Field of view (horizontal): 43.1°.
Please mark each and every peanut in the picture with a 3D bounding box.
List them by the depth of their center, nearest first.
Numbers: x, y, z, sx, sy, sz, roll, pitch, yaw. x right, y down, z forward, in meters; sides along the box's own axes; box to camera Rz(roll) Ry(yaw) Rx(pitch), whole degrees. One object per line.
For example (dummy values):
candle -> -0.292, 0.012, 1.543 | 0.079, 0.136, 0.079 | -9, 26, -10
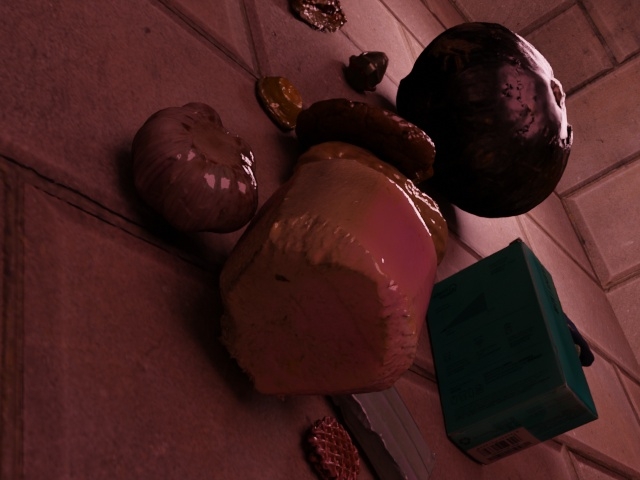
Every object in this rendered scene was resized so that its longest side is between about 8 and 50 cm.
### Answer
peanut -> 0.081, -0.047, 1.224 | 0.305, 0.147, 0.147 | 38, 31, -42

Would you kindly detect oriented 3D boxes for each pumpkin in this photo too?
pumpkin -> 0.377, -0.269, 1.818 | 0.454, 0.343, 0.455 | 38, 36, -35

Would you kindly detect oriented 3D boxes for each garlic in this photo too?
garlic -> -0.134, -0.070, 0.865 | 0.147, 0.102, 0.159 | -6, 55, -50

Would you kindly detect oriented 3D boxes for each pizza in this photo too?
pizza -> -0.010, -0.495, 1.653 | 0.154, 0.069, 0.194 | 56, 22, -9

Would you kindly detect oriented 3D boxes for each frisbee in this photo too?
frisbee -> 0.450, 0.145, 1.666 | 0.289, 0.049, 0.289 | 43, -6, 5

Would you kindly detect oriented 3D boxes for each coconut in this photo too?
coconut -> 0.008, 0.039, 0.865 | 0.233, 0.233, 0.245 | 54, 24, -12

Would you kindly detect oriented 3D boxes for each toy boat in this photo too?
toy boat -> 0.100, -0.359, 1.711 | 0.089, 0.071, 0.185 | 55, 23, -9

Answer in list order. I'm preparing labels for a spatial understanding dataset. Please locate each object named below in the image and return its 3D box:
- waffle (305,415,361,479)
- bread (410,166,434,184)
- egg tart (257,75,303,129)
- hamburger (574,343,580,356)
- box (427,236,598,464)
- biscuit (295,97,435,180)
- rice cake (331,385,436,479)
waffle -> 0.013, 0.232, 0.889 | 0.083, 0.029, 0.075 | 55, 23, -4
bread -> 0.157, -0.177, 1.612 | 0.128, 0.069, 0.140 | 11, 51, -59
egg tart -> -0.059, -0.222, 1.272 | 0.105, 0.039, 0.105 | 43, 27, -29
hamburger -> 0.382, 0.219, 1.491 | 0.260, 0.150, 0.276 | 41, 30, -33
box -> 0.294, 0.174, 1.299 | 0.118, 0.205, 0.311 | 44, 27, -35
biscuit -> 0.064, -0.146, 1.235 | 0.226, 0.225, 0.042 | 35, 67, -44
rice cake -> 0.068, 0.213, 1.001 | 0.237, 0.043, 0.127 | 57, 25, -3
